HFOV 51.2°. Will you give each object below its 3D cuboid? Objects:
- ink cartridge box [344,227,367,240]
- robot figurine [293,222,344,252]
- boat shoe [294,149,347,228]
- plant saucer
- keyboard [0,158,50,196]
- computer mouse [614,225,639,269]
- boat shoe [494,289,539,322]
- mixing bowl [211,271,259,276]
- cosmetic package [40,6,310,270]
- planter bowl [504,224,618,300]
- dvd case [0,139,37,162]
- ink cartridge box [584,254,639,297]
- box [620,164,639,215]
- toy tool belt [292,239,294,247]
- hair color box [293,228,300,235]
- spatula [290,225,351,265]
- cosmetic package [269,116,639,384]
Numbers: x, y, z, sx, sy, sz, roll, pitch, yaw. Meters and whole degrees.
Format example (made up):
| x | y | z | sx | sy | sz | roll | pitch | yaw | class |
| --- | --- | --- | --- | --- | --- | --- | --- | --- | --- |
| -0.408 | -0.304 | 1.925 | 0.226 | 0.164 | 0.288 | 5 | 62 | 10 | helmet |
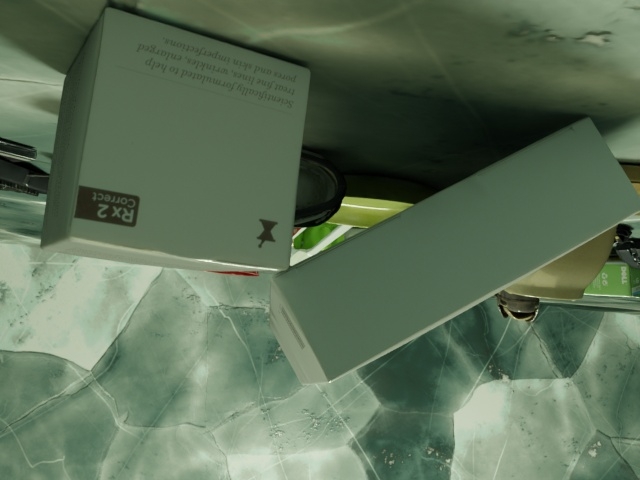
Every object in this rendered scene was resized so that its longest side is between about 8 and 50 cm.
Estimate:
| x | y | z | sx | sy | sz | roll | pitch | yaw | class |
| --- | --- | --- | --- | --- | --- | --- | --- | --- | --- |
| 0.036 | 0.011 | 1.382 | 0.224 | 0.056 | 0.181 | 0 | 171 | 31 | ink cartridge box |
| 0.000 | 0.000 | 1.238 | 0.101 | 0.067 | 0.115 | -6 | 176 | -25 | robot figurine |
| -0.122 | -0.062 | 0.713 | 0.302 | 0.114 | 0.091 | -5 | 176 | -12 | boat shoe |
| 0.067 | -0.051 | 0.896 | 0.241 | 0.037 | 0.241 | 6 | 172 | 1 | plant saucer |
| -0.440 | -0.088 | 0.961 | 0.201 | 0.033 | 0.317 | 3 | 179 | -5 | keyboard |
| 0.487 | 0.015 | 1.046 | 0.071 | 0.041 | 0.242 | 1 | 171 | 43 | computer mouse |
| 0.493 | 0.140 | 1.704 | 0.132 | 0.130 | 0.355 | 4 | 173 | 17 | boat shoe |
| -0.222 | 0.023 | 1.512 | 0.181 | 0.098 | 0.181 | 7 | 172 | 1 | mixing bowl |
| -0.119 | -0.058 | 0.515 | 0.151 | 0.151 | 0.183 | 9 | 173 | -28 | cosmetic package |
| 0.284 | 0.016 | 0.843 | 0.162 | 0.109 | 0.162 | 5 | -177 | 0 | planter bowl |
| -0.504 | -0.125 | 0.867 | 0.221 | 0.018 | 0.164 | 2 | 173 | 36 | dvd case |
| 0.536 | 0.062 | 1.206 | 0.109 | 0.062 | 0.209 | -9 | -175 | -40 | ink cartridge box |
| 0.324 | -0.052 | 0.716 | 0.201 | 0.021 | 0.164 | 5 | 173 | 9 | box |
| -0.068 | -0.012 | 1.282 | 0.051 | 0.052 | 0.083 | -6 | 168 | 25 | toy tool belt |
| -0.092 | -0.018 | 0.947 | 0.093 | 0.053 | 0.167 | -4 | -164 | 16 | hair color box |
| -0.056 | -0.004 | 1.134 | 0.168 | 0.019 | 0.242 | 18 | 153 | -19 | spatula |
| 0.093 | 0.040 | 0.674 | 0.284 | 0.097 | 0.377 | -29 | 171 | -10 | cosmetic package |
